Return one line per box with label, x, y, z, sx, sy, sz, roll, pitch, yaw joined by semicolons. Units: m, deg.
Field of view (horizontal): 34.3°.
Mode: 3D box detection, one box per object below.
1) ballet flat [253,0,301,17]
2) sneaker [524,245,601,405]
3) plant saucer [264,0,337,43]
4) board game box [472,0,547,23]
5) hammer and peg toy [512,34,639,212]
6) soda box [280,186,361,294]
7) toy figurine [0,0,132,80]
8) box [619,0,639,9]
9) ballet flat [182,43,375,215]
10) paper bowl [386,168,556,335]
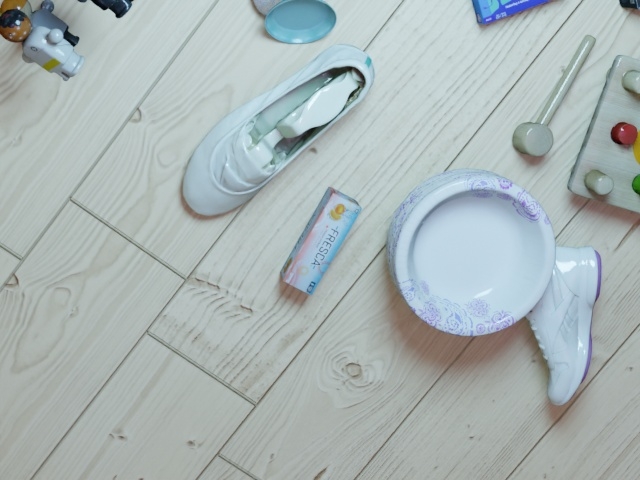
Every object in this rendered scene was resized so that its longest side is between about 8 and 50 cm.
ballet flat;0.013;-0.482;1.670;0.316;0.106;0.107;-45;107;6
sneaker;0.429;0.153;1.919;0.152;0.114;0.305;5;101;5
plant saucer;-0.033;-0.368;1.709;0.119;0.119;0.021;-2;65;-7
board game box;0.313;-0.490;1.740;0.160;0.047;0.210;-21;107;-2
hammer and peg toy;0.542;-0.191;1.812;0.361;0.127;0.266;16;103;-12
soda box;0.000;0.000;1.829;0.063;0.058;0.183;28;101;-14
toy figurine;-0.399;-0.371;1.591;0.148;0.213;0.209;37;103;-28
box;0.570;-0.501;1.756;0.147;0.077;0.180;-20;108;-2
ballet flat;-0.073;-0.181;1.731;0.400;0.139;0.139;-39;107;4
paper bowl;0.256;0.013;1.821;0.284;0.148;0.284;-2;106;-7
